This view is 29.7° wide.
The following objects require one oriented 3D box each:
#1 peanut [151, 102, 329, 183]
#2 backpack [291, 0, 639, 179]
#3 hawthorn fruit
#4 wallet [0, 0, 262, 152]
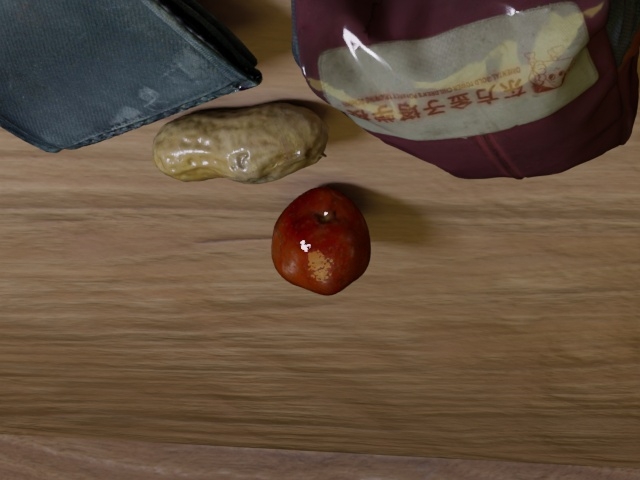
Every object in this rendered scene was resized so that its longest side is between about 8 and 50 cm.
[{"bbox_3d":[-0.095,-0.110,1.364,0.214,0.100,0.099,4,158,20],"label":"peanut"},{"bbox_3d":[0.150,-0.162,1.041,0.283,0.197,0.317,-5,161,22],"label":"backpack"},{"bbox_3d":[0.000,0.000,1.536,0.132,0.133,0.138,4,144,5],"label":"hawthorn fruit"},{"bbox_3d":[-0.249,-0.197,1.216,0.342,0.075,0.237,-13,145,42],"label":"wallet"}]
